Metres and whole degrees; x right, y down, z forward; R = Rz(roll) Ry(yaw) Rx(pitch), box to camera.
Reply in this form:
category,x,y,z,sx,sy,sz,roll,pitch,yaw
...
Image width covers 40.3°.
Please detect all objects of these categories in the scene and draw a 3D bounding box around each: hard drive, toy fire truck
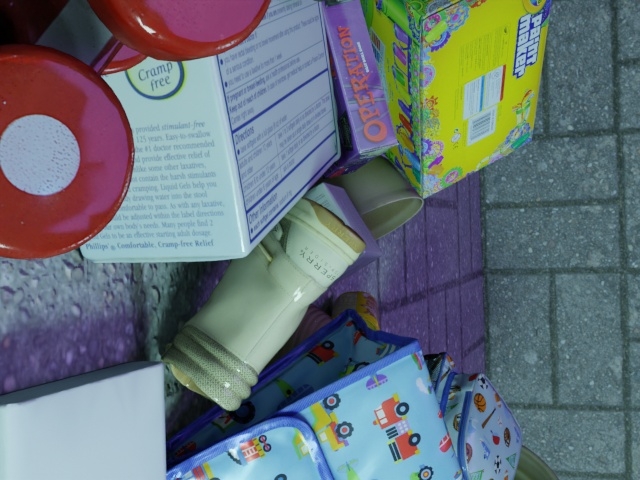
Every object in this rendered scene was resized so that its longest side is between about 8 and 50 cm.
category,x,y,z,sx,sy,sz,roll,pitch,yaw
hard drive,-0.175,0.257,0.648,0.203,0.040,0.308,-1,89,-71
toy fire truck,-0.191,-0.138,0.431,0.254,0.169,0.302,43,72,-30

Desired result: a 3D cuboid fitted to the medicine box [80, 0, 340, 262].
category,x,y,z,sx,sy,sz,roll,pitch,yaw
medicine box,-0.102,-0.163,0.727,0.263,0.149,0.289,-51,135,-62

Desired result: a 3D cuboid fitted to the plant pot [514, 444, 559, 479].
category,x,y,z,sx,sy,sz,roll,pitch,yaw
plant pot,0.253,0.542,1.524,0.323,0.323,0.280,-67,165,-50

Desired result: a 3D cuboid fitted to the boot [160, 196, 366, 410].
category,x,y,z,sx,sy,sz,roll,pitch,yaw
boot,-0.075,0.054,0.849,0.095,0.262,0.203,39,81,-20

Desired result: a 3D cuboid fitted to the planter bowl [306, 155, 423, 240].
category,x,y,z,sx,sy,sz,roll,pitch,yaw
planter bowl,0.041,-0.062,1.160,0.109,0.162,0.162,64,14,15

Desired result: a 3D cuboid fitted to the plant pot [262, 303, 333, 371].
category,x,y,z,sx,sy,sz,roll,pitch,yaw
plant pot,-0.016,0.171,1.011,0.237,0.109,0.237,-1,90,-71

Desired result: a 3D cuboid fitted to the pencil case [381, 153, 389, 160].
category,x,y,z,sx,sy,sz,roll,pitch,yaw
pencil case,0.076,-0.119,1.351,0.088,0.086,0.206,45,38,-24

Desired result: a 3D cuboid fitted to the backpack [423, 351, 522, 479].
category,x,y,z,sx,sy,sz,roll,pitch,yaw
backpack,0.183,0.335,1.355,0.276,0.213,0.263,49,53,-30

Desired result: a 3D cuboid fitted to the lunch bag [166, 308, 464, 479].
category,x,y,z,sx,sy,sz,roll,pitch,yaw
lunch bag,-0.021,0.241,0.852,0.293,0.138,0.221,-29,112,-22

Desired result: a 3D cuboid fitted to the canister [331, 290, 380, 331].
category,x,y,z,sx,sy,sz,roll,pitch,yaw
canister,0.048,0.144,1.202,0.170,0.073,0.126,-68,155,-80

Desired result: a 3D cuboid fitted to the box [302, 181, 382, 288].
category,x,y,z,sx,sy,sz,roll,pitch,yaw
box,0.000,0.000,1.033,0.102,0.101,0.087,61,15,12

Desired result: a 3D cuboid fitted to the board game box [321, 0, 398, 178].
category,x,y,z,sx,sy,sz,roll,pitch,yaw
board game box,-0.005,-0.248,0.929,0.208,0.056,0.347,161,-85,-76

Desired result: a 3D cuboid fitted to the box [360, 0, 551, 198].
category,x,y,z,sx,sy,sz,roll,pitch,yaw
box,0.117,-0.265,1.063,0.279,0.177,0.290,53,-16,32
